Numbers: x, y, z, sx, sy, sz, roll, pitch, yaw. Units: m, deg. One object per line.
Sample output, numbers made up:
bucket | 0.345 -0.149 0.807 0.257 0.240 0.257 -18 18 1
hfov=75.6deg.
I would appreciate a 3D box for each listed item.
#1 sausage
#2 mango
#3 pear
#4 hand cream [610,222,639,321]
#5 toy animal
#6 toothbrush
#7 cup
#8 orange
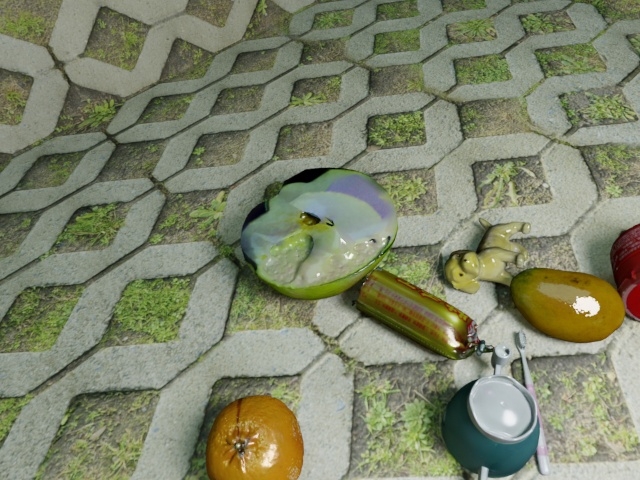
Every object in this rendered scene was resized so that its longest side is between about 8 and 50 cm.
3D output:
sausage | 0.228 0.172 0.923 0.317 0.117 0.125 26 24 28
mango | 0.527 0.140 0.893 0.220 0.120 0.152 8 81 15
pear | 0.003 0.004 1.075 0.398 0.165 0.399 -5 50 6
hand cream | 0.745 0.065 0.863 0.230 0.230 0.149 5 49 13
toy animal | 0.420 0.039 1.014 0.168 0.121 0.233 21 53 38
toothbrush | 0.428 0.314 0.836 0.020 0.025 0.287 1 51 11
cup | 0.315 0.327 0.748 0.167 0.173 0.300 13 53 18
orange | -0.125 0.391 0.779 0.193 0.161 0.193 -2 47 2
